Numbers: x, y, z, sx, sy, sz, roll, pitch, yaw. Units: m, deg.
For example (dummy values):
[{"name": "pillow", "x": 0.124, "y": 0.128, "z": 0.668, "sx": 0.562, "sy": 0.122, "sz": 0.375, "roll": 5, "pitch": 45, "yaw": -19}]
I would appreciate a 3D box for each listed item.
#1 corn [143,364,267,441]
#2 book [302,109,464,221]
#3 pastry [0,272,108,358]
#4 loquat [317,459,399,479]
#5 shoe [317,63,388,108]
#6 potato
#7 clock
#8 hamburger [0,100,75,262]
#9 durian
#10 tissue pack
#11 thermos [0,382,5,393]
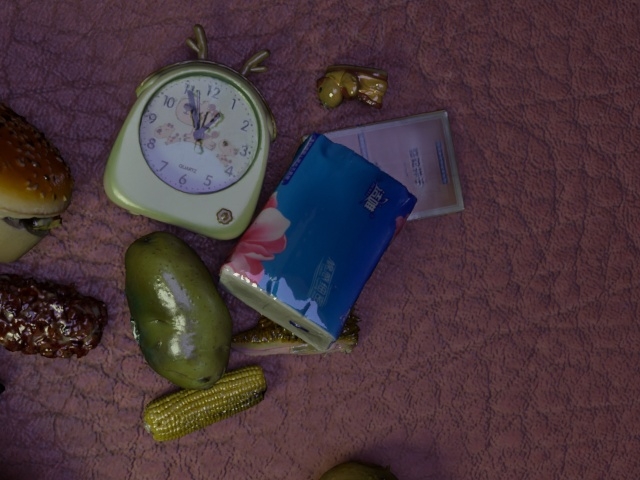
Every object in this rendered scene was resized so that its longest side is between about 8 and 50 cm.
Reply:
[{"name": "corn", "x": -0.178, "y": 0.252, "z": 1.860, "sx": 0.203, "sy": 0.072, "sz": 0.072, "roll": -22, "pitch": 95, "yaw": -9}, {"name": "book", "x": 0.102, "y": -0.107, "z": 1.920, "sx": 0.242, "sy": 0.018, "sz": 0.170, "roll": -12, "pitch": 94, "yaw": -9}, {"name": "pastry", "x": -0.427, "y": 0.115, "z": 1.803, "sx": 0.209, "sy": 0.097, "sz": 0.115, "roll": 16, "pitch": 99, "yaw": -11}, {"name": "loquat", "x": 0.055, "y": 0.437, "z": 1.866, "sx": 0.172, "sy": 0.149, "sz": 0.204, "roll": 45, "pitch": 105, "yaw": -6}, {"name": "shoe", "x": 0.051, "y": -0.242, "z": 1.880, "sx": 0.109, "sy": 0.072, "sz": 0.069, "roll": 2, "pitch": 86, "yaw": -9}, {"name": "potato", "x": -0.219, "y": 0.106, "z": 1.799, "sx": 0.143, "sy": 0.169, "sz": 0.248, "roll": -30, "pitch": 108, "yaw": -37}, {"name": "clock", "x": -0.184, "y": -0.167, "z": 1.832, "sx": 0.235, "sy": 0.096, "sz": 0.308, "roll": 20, "pitch": 88, "yaw": -8}, {"name": "hamburger", "x": -0.491, "y": -0.107, "z": 1.694, "sx": 0.300, "sy": 0.300, "sz": 0.176, "roll": 37, "pitch": 101, "yaw": -9}, {"name": "durian", "x": -0.041, "y": 0.134, "z": 1.873, "sx": 0.224, "sy": 0.078, "sz": 0.140, "roll": -16, "pitch": 94, "yaw": -11}, {"name": "tissue pack", "x": 0.000, "y": 0.000, "z": 1.802, "sx": 0.209, "sy": 0.137, "sz": 0.269, "roll": 35, "pitch": 69, "yaw": -6}, {"name": "thermos", "x": -0.611, "y": 0.120, "z": 1.754, "sx": 0.136, "sy": 0.109, "sz": 0.330, "roll": -39, "pitch": 99, "yaw": -45}]
